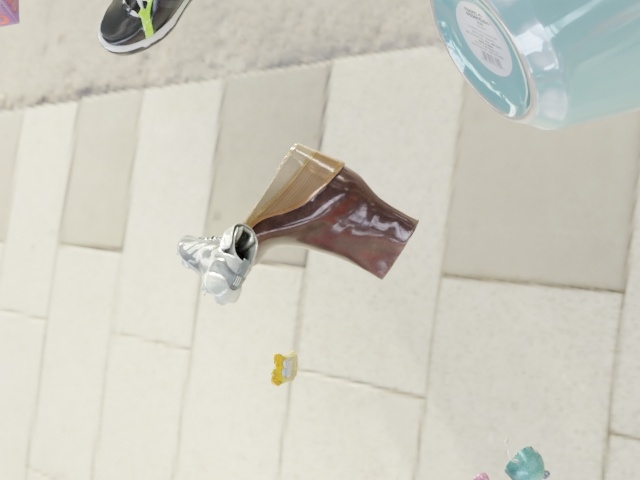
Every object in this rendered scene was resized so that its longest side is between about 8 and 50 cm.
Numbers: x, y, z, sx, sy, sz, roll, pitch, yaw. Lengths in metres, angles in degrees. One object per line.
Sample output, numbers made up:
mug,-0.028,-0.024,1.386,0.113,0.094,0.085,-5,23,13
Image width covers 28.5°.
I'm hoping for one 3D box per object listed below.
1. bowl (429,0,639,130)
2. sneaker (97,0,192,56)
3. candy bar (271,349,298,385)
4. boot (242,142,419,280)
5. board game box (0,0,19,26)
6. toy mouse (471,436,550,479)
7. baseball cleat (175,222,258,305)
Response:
bowl,0.227,-0.235,1.288,0.163,0.311,0.311,-35,38,-11
sneaker,-0.183,-0.320,1.471,0.234,0.097,0.084,-45,62,-1
candy bar,-0.041,0.152,1.511,0.161,0.018,0.040,36,-121,-83
boot,0.000,0.000,1.761,0.248,0.207,0.090,-55,-1,41
board game box,-0.454,-0.433,1.529,0.056,0.347,0.208,-13,67,6
toy mouse,0.181,0.251,1.257,0.031,0.161,0.143,48,143,35
baseball cleat,-0.135,0.017,1.735,0.109,0.072,0.206,-57,31,6
